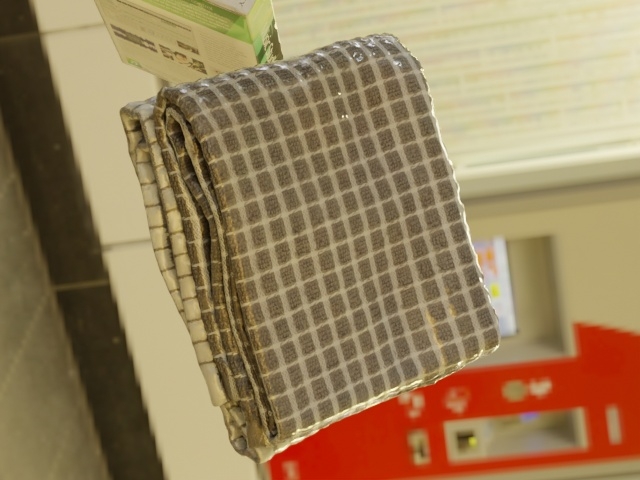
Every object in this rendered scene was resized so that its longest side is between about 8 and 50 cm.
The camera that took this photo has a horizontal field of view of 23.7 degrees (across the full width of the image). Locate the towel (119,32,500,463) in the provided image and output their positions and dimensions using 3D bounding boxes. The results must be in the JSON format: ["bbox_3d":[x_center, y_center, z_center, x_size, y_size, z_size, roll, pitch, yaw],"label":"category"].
[{"bbox_3d":[0.000,0.000,1.145,0.235,0.121,0.284,-21,97,-39],"label":"towel"}]

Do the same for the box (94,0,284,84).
[{"bbox_3d":[-0.160,-0.261,1.842,0.322,0.232,0.058,76,39,-73],"label":"box"}]
